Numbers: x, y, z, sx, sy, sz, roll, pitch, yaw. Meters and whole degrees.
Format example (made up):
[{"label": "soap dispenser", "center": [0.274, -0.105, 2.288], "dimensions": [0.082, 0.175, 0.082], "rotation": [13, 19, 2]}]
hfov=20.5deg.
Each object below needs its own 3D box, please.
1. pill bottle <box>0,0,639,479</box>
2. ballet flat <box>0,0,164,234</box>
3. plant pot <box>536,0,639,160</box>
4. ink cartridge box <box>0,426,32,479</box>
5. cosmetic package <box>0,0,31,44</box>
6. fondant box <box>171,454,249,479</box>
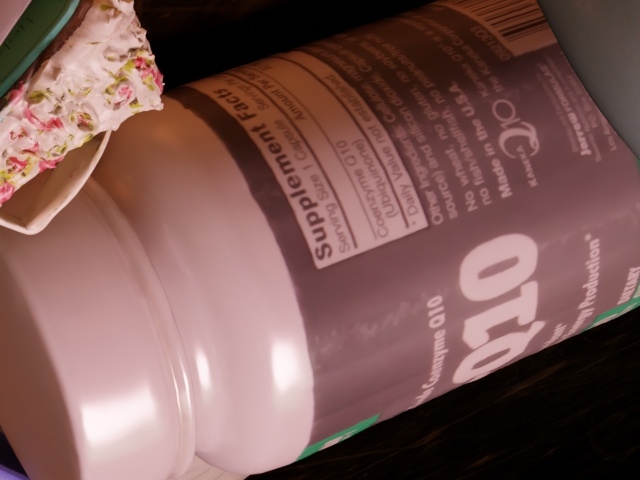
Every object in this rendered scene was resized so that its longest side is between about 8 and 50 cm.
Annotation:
[{"label": "pill bottle", "center": [0.000, 0.000, 0.944], "dimensions": [0.361, 0.204, 0.204], "rotation": [-21, 160, -23]}, {"label": "ballet flat", "center": [-0.162, -0.016, 0.779], "dimensions": [0.241, 0.091, 0.077], "rotation": [-41, 126, 4]}, {"label": "plant pot", "center": [0.227, -0.131, 0.743], "dimensions": [0.293, 0.235, 0.293], "rotation": [-8, 145, -6]}, {"label": "ink cartridge box", "center": [-0.153, 0.161, 1.042], "dimensions": [0.311, 0.186, 0.065], "rotation": [30, 88, -32]}, {"label": "cosmetic package", "center": [-0.196, -0.045, 0.623], "dimensions": [0.238, 0.107, 0.127], "rotation": [-39, -160, 36]}, {"label": "fondant box", "center": [-0.108, 0.120, 1.271], "dimensions": [0.330, 0.096, 0.238], "rotation": [-39, 159, 24]}]
